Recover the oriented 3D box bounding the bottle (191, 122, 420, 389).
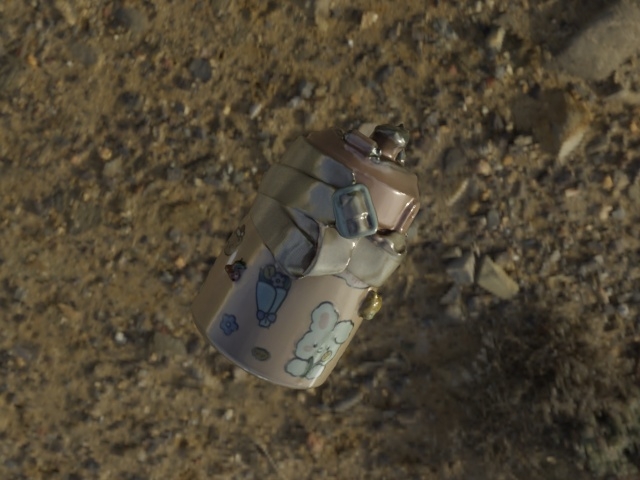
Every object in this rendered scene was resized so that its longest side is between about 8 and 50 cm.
[{"bbox_3d":[-0.001,-0.001,0.544,0.099,0.099,0.152,27,105,-18],"label":"bottle"}]
